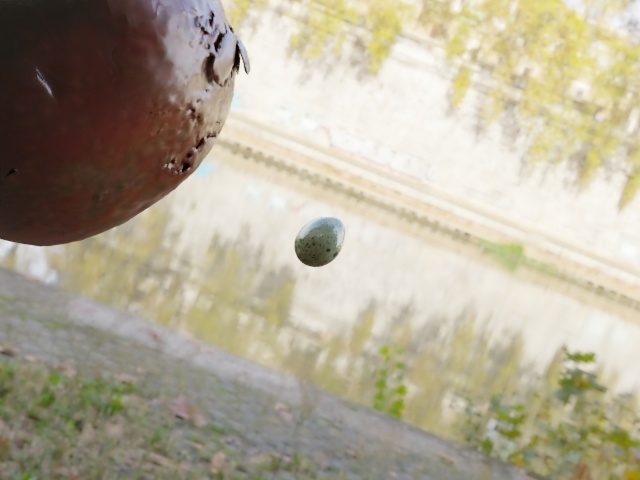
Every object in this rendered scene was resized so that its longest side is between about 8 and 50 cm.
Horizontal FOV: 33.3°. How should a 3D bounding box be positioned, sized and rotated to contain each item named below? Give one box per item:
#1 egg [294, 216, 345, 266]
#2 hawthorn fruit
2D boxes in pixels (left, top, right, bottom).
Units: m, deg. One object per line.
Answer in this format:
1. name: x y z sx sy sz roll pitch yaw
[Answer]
1. egg: 0.000 0.000 1.981 0.085 0.110 0.085 33 -19 13
2. hawthorn fruit: -0.211 -0.148 0.812 0.316 0.316 0.316 21 5 -2
